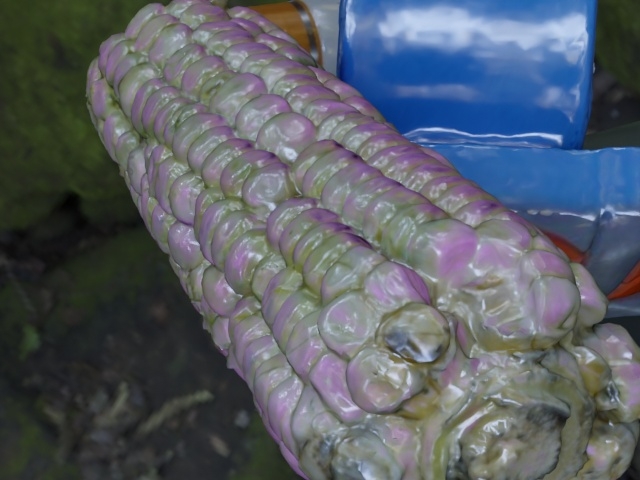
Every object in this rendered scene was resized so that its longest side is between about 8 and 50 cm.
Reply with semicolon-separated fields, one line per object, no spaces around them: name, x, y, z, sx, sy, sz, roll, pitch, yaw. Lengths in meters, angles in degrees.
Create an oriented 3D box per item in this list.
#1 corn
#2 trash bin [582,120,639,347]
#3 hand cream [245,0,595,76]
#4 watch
corn;-0.002;0.000;0.668;0.126;0.126;0.335;-48;36;4
trash bin;0.258;-0.018;1.121;0.240;0.122;0.164;-18;18;-30
hand cream;0.081;-0.169;1.478;0.139;0.314;0.089;64;152;30
watch;0.080;-0.079;0.971;0.241;0.305;0.274;3;73;-1
